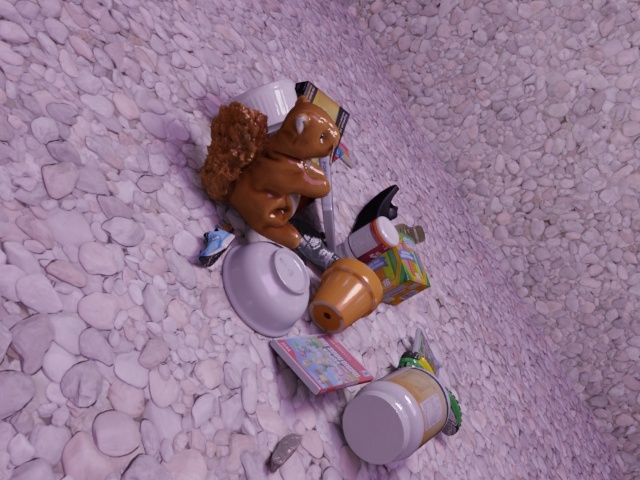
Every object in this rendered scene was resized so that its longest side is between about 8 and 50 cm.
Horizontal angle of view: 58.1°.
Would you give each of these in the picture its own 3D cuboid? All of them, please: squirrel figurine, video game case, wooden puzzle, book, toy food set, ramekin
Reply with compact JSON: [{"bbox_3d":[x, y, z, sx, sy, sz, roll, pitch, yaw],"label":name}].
[{"bbox_3d":[-0.143,-0.247,1.663,0.397,0.370,0.281,25,31,-9],"label":"squirrel figurine"},{"bbox_3d":[0.397,0.462,2.157,0.193,0.023,0.212,63,22,-15],"label":"video game case"},{"bbox_3d":[-0.280,-0.034,1.679,0.049,0.006,0.083,52,30,-11],"label":"wooden puzzle"},{"bbox_3d":[0.025,-0.152,1.966,0.329,0.036,0.300,81,6,-63],"label":"video game case"},{"bbox_3d":[0.011,0.345,1.650,0.204,0.025,0.285,42,20,31],"label":"video game case"},{"bbox_3d":[0.102,-0.398,2.581,0.144,0.035,0.096,39,31,-31],"label":"book"},{"bbox_3d":[0.000,0.000,2.061,0.122,0.019,0.078,24,43,-56],"label":"toy food set"},{"bbox_3d":[-0.192,-0.435,1.950,0.273,0.272,0.127,-34,103,-61],"label":"ramekin"}]

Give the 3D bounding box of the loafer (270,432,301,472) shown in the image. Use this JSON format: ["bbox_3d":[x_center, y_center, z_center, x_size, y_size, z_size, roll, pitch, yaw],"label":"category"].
[{"bbox_3d":[-0.090,0.521,1.417,0.045,0.039,0.125,28,22,15],"label":"loafer"}]

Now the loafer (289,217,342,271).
[{"bbox_3d":[-0.026,0.036,1.947,0.267,0.084,0.096,45,64,-15],"label":"loafer"}]

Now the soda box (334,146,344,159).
[{"bbox_3d":[0.021,-0.343,2.362,0.067,0.071,0.210,55,29,-4],"label":"soda box"}]

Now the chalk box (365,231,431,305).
[{"bbox_3d":[0.270,0.077,2.233,0.179,0.180,0.289,18,46,-49],"label":"chalk box"}]

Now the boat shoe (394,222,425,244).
[{"bbox_3d":[0.356,-0.010,2.520,0.302,0.103,0.113,1,74,-57],"label":"boat shoe"}]

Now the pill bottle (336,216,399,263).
[{"bbox_3d":[0.164,0.014,2.085,0.121,0.221,0.121,37,35,-32],"label":"pill bottle"}]

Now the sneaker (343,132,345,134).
[{"bbox_3d":[-0.026,-0.476,2.363,0.315,0.127,0.182,-23,84,-59],"label":"sneaker"}]

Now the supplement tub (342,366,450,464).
[{"bbox_3d":[0.226,0.511,1.699,0.316,0.228,0.228,-2,64,-57],"label":"supplement tub"}]

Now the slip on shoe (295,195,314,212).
[{"bbox_3d":[-0.094,-0.146,1.974,0.123,0.101,0.331,59,31,-1],"label":"slip on shoe"}]

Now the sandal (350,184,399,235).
[{"bbox_3d":[0.236,-0.090,2.366,0.107,0.167,0.446,52,36,-15],"label":"sandal"}]

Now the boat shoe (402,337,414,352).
[{"bbox_3d":[0.346,0.407,2.175,0.100,0.035,0.035,60,29,2],"label":"boat shoe"}]

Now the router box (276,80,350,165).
[{"bbox_3d":[-0.038,-0.397,2.154,0.243,0.081,0.309,28,77,-41],"label":"router box"}]

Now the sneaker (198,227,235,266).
[{"bbox_3d":[-0.298,0.015,1.572,0.073,0.063,0.162,36,27,-2],"label":"sneaker"}]

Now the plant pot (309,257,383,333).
[{"bbox_3d":[0.065,0.189,1.819,0.205,0.205,0.188,53,45,-7],"label":"plant pot"}]

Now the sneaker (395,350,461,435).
[{"bbox_3d":[0.360,0.555,1.994,0.343,0.134,0.146,52,50,-13],"label":"sneaker"}]

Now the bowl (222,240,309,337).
[{"bbox_3d":[-0.125,0.114,1.646,0.298,0.134,0.298,38,35,-33],"label":"bowl"}]
